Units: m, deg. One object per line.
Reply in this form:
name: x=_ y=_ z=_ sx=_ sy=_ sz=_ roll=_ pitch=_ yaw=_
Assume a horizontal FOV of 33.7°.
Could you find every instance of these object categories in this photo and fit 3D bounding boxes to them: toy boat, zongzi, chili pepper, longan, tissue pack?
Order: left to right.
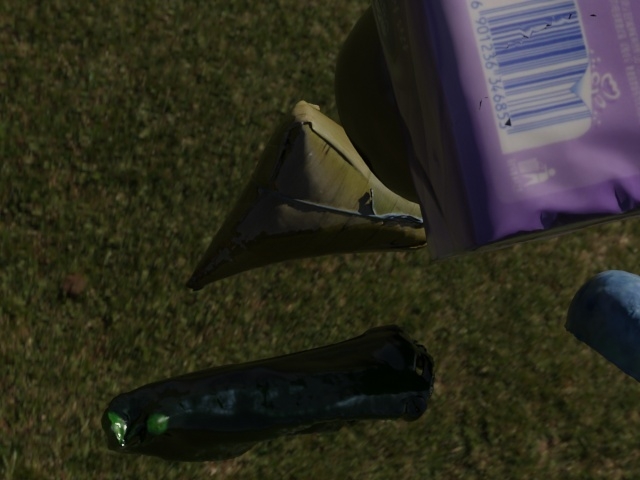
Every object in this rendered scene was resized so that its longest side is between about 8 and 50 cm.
chili pepper: x=-0.025 y=0.098 z=0.647 sx=0.216 sy=0.108 sz=0.062 roll=-11 pitch=83 yaw=-25
zongzi: x=0.000 y=0.000 z=1.213 sx=0.228 sy=0.115 sz=0.256 roll=30 pitch=98 yaw=-20
longan: x=0.107 y=-0.125 z=0.884 sx=0.197 sy=0.196 sz=0.220 roll=3 pitch=38 yaw=-16
tissue pack: x=0.149 y=-0.175 z=0.641 sx=0.242 sy=0.160 sz=0.338 roll=-12 pitch=85 yaw=-6
toy boat: x=0.415 y=0.120 z=1.183 sx=0.330 sy=0.215 sz=0.123 roll=30 pitch=99 yaw=-29
